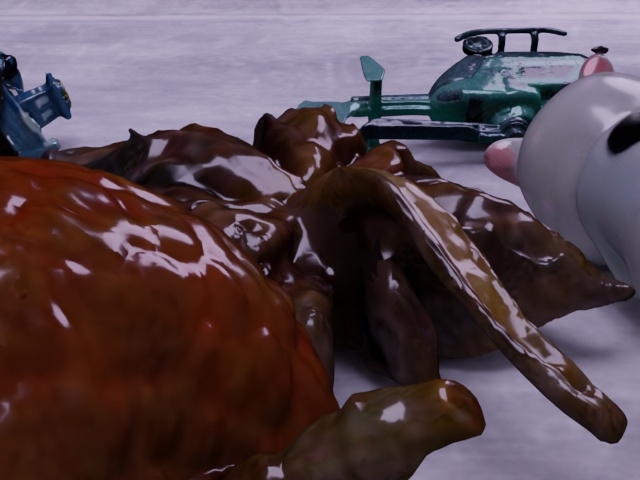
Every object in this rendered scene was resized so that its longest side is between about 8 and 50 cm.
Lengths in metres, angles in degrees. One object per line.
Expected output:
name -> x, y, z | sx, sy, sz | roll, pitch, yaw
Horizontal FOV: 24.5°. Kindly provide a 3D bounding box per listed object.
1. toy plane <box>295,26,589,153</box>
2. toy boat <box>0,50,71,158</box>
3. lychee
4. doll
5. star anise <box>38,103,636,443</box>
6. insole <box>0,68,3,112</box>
toy plane -> 0.097, -0.087, 0.956 | 0.235, 0.060, 0.096 | -2, 41, -7
toy boat -> -0.195, -0.085, 0.972 | 0.061, 0.060, 0.137 | -26, 32, -3
lychee -> -0.092, 0.100, 0.435 | 0.300, 0.255, 0.255 | -3, 26, 23
doll -> 0.177, -0.026, 0.777 | 0.110, 0.107, 0.181 | -35, 29, -11
star anise -> -0.002, 0.002, 0.742 | 0.293, 0.109, 0.349 | -10, 29, -2
insole -> -0.247, -0.032, 0.868 | 0.109, 0.007, 0.322 | -9, 40, 2
